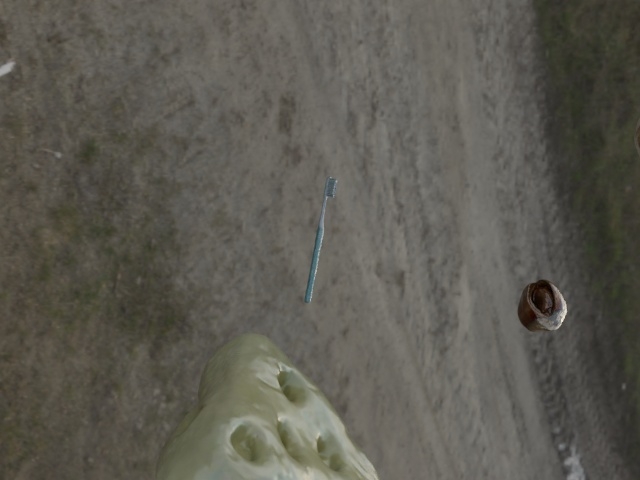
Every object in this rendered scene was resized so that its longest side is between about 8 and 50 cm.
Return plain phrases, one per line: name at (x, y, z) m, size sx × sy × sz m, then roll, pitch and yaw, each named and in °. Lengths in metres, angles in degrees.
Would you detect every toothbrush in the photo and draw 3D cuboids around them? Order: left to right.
toothbrush at (0.000, 0.000, 1.013) m, size 0.011 × 0.014 × 0.167 m, roll 6°, pitch 96°, yaw -59°

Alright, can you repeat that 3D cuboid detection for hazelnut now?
hazelnut at (0.347, 0.104, 1.229) m, size 0.086 × 0.086 × 0.086 m, roll -11°, pitch 104°, yaw -53°

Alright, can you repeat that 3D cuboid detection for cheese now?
cheese at (-0.044, 0.315, 1.046) m, size 0.328 × 0.129 × 0.351 m, roll 46°, pitch 18°, yaw -11°

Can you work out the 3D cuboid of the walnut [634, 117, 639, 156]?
walnut at (0.291, -0.064, 0.511) m, size 0.149 × 0.166 × 0.167 m, roll -15°, pitch 107°, yaw -38°
